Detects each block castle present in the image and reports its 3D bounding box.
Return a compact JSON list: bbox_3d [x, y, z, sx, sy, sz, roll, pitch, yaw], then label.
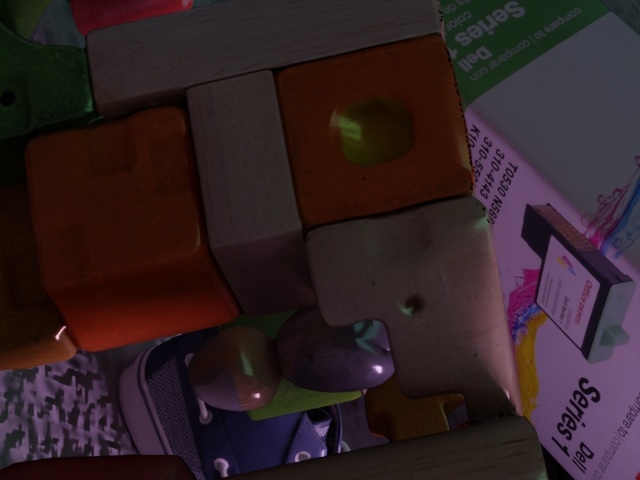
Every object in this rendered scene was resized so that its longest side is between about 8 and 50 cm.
[{"bbox_3d":[-0.056,-0.022,0.675,0.303,0.213,0.453,74,5,-64],"label":"block castle"}]

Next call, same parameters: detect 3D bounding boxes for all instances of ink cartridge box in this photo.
[{"bbox_3d":[0.153,0.010,0.981,0.117,0.201,0.278,-33,67,-26],"label":"ink cartridge box"}]

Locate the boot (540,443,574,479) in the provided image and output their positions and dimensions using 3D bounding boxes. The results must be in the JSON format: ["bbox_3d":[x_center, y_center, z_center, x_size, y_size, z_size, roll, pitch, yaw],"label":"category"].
[{"bbox_3d":[0.112,0.187,0.988,0.229,0.091,0.263,6,48,-45],"label":"boot"}]

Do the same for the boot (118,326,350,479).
[{"bbox_3d":[-0.018,0.124,0.831,0.190,0.086,0.069,61,28,1],"label":"boot"}]
